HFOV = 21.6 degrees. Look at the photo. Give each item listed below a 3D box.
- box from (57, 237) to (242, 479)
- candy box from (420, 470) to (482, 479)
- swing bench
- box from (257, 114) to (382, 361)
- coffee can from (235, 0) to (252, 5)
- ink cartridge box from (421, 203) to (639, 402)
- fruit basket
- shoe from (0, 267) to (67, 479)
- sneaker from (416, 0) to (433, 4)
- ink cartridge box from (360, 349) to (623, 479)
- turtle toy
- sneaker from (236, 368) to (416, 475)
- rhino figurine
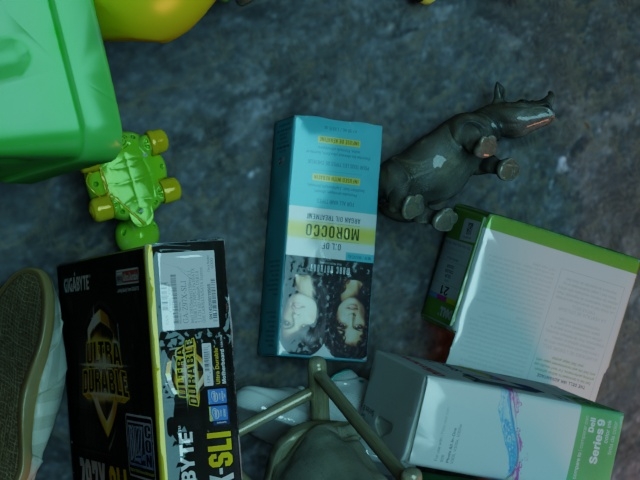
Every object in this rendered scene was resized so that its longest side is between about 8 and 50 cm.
[{"bbox_3d":[-0.158,0.136,1.506,0.079,0.322,0.257,-5,89,-22],"label":"box"},{"bbox_3d":[0.143,0.393,1.632,0.122,0.268,0.317,14,82,-16],"label":"candy box"},{"bbox_3d":[0.013,0.288,1.550,0.165,0.253,0.255,-26,118,-9],"label":"swing bench"},{"bbox_3d":[0.000,0.000,1.714,0.100,0.060,0.244,6,84,-20],"label":"box"},{"bbox_3d":[-0.108,-0.393,1.623,0.275,0.201,0.201,43,73,-13],"label":"coffee can"},{"bbox_3d":[0.201,0.110,1.769,0.188,0.097,0.255,17,92,-19],"label":"ink cartridge box"},{"bbox_3d":[-0.243,-0.244,1.509,0.392,0.283,0.392,3,84,-32],"label":"fruit basket"},{"bbox_3d":[-0.284,0.135,1.604,0.058,0.076,0.219,26,70,-64],"label":"shoe"},{"bbox_3d":[0.189,-0.296,1.797,0.208,0.081,0.094,-33,100,-20],"label":"sneaker"},{"bbox_3d":[0.161,0.178,1.633,0.212,0.154,0.093,11,92,-17],"label":"ink cartridge box"},{"bbox_3d":[-0.189,-0.048,1.642,0.095,0.066,0.130,-16,93,-21],"label":"turtle toy"},{"bbox_3d":[0.006,0.169,1.708,0.212,0.080,0.094,21,68,-25],"label":"sneaker"},{"bbox_3d":[0.153,-0.095,1.759,0.243,0.106,0.073,-36,121,-19],"label":"rhino figurine"}]
